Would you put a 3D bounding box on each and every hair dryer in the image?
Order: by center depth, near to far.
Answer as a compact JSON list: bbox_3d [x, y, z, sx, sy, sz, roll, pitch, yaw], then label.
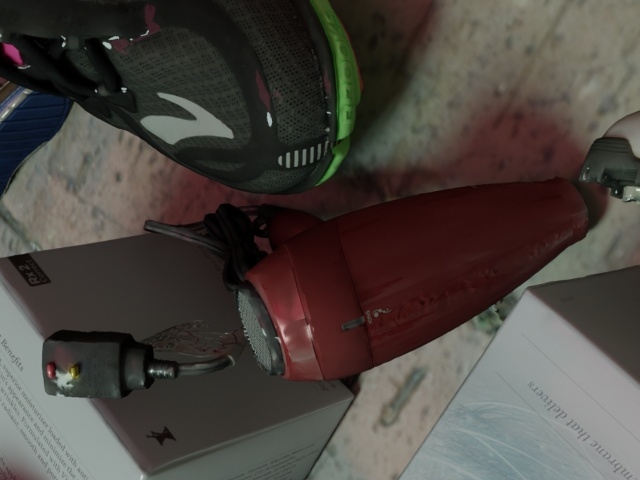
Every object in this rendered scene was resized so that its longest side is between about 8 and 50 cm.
[{"bbox_3d":[0.000,0.000,0.668,0.294,0.223,0.080,-4,119,20],"label":"hair dryer"}]

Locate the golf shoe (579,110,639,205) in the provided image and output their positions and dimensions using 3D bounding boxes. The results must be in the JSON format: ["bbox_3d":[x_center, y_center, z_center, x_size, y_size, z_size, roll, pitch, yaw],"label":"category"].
[{"bbox_3d":[0.244,-0.065,0.506,0.273,0.105,0.120,-6,77,36],"label":"golf shoe"}]

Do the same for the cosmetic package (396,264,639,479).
[{"bbox_3d":[0.151,0.170,0.570,0.224,0.138,0.224,43,119,28],"label":"cosmetic package"}]

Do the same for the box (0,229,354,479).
[{"bbox_3d":[-0.112,0.099,0.768,0.181,0.182,0.119,46,125,27],"label":"box"}]

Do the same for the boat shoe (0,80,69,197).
[{"bbox_3d":[-0.265,-0.091,0.949,0.183,0.066,0.066,-40,69,37],"label":"boat shoe"}]

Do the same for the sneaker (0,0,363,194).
[{"bbox_3d":[-0.191,-0.142,0.751,0.483,0.202,0.185,27,132,23],"label":"sneaker"}]
